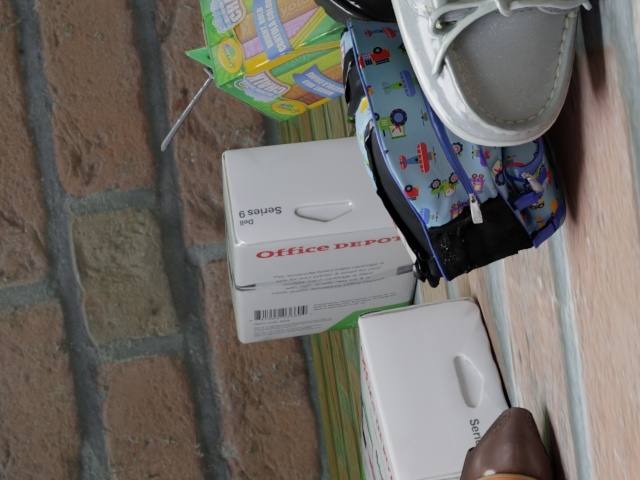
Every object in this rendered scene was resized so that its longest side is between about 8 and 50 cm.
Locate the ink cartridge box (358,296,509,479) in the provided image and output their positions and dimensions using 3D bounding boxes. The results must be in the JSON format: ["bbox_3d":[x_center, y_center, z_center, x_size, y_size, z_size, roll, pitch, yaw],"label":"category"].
[{"bbox_3d":[0.109,0.220,1.666,0.278,0.117,0.201,87,172,-48],"label":"ink cartridge box"}]

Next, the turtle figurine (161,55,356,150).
[{"bbox_3d":[-0.023,-0.198,2.024,0.198,0.274,0.266,41,152,22],"label":"turtle figurine"}]

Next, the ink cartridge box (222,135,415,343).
[{"bbox_3d":[0.000,0.000,1.995,0.289,0.211,0.121,95,167,-65],"label":"ink cartridge box"}]

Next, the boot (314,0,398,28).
[{"bbox_3d":[0.035,-0.357,1.441,0.348,0.131,0.260,64,155,8],"label":"boot"}]

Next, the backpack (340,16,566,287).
[{"bbox_3d":[0.083,-0.079,1.177,0.173,0.117,0.158,56,-162,-52],"label":"backpack"}]

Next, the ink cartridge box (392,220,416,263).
[{"bbox_3d":[0.102,-0.048,1.562,0.198,0.067,0.115,-110,12,-73],"label":"ink cartridge box"}]

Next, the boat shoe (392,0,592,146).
[{"bbox_3d":[0.101,-0.210,1.034,0.103,0.118,0.320,-102,11,-77],"label":"boat shoe"}]

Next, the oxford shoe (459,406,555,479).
[{"bbox_3d":[0.152,0.232,1.473,0.271,0.097,0.098,102,177,-58],"label":"oxford shoe"}]

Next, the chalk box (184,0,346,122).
[{"bbox_3d":[-0.040,-0.217,1.848,0.132,0.213,0.132,22,-130,-54],"label":"chalk box"}]
